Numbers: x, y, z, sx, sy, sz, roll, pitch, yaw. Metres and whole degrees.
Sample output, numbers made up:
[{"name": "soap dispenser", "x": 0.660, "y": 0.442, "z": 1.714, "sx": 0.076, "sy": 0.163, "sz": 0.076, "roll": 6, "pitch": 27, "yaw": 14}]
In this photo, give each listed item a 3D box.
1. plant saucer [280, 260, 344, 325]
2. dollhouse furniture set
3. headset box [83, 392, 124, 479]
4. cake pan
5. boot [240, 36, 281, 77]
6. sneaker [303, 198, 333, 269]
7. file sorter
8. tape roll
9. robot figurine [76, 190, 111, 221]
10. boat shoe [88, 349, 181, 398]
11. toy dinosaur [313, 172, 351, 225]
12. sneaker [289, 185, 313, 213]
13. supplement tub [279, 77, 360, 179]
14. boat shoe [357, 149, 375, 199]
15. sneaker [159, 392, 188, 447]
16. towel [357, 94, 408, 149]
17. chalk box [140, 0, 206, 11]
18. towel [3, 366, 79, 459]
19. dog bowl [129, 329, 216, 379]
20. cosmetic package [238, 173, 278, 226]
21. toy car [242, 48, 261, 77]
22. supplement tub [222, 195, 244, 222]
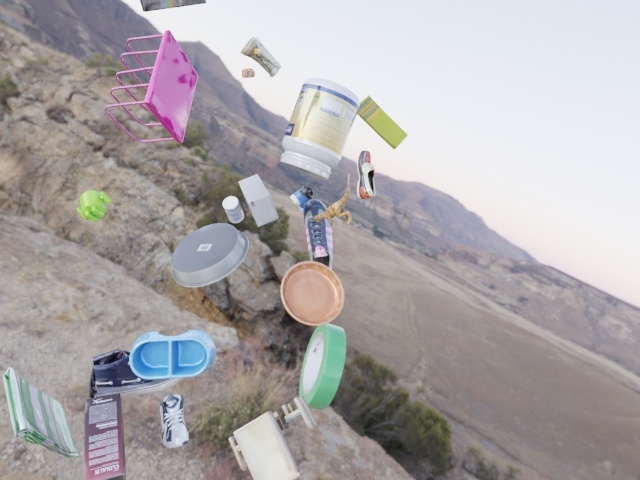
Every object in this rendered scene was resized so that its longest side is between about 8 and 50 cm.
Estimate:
[{"name": "plant saucer", "x": -0.026, "y": 0.161, "z": 1.265, "sx": 0.199, "sy": 0.200, "sz": 0.037, "roll": 25, "pitch": -31, "yaw": -7}, {"name": "dollhouse furniture set", "x": -0.115, "y": 0.539, "z": 1.099, "sx": 0.161, "sy": 0.212, "sz": 0.242, "roll": 59, "pitch": -3, "yaw": 19}, {"name": "headset box", "x": -0.695, "y": 0.688, "z": 1.363, "sx": 0.110, "sy": 0.218, "sz": 0.293, "roll": -4, "pitch": 47, "yaw": -25}, {"name": "cake pan", "x": -0.402, "y": 0.041, "z": 1.503, "sx": 0.293, "sy": 0.293, "sz": 0.054, "roll": 36, "pitch": -26, "yaw": 45}, {"name": "boot", "x": -0.244, "y": -0.764, "z": 1.768, "sx": 0.165, "sy": 0.077, "sz": 0.213, "roll": 46, "pitch": 23, "yaw": -18}, {"name": "sneaker", "x": 0.000, "y": 0.000, "z": 1.663, "sx": 0.112, "sy": 0.319, "sz": 0.131, "roll": -10, "pitch": 20, "yaw": 1}, {"name": "file sorter", "x": -0.558, "y": -0.499, "z": 1.393, "sx": 0.182, "sy": 0.291, "sz": 0.202, "roll": -1, "pitch": -23, "yaw": 12}, {"name": "tape roll", "x": 0.004, "y": 0.484, "z": 1.638, "sx": 0.077, "sy": 0.322, "sz": 0.321, "roll": 17, "pitch": 11, "yaw": -11}, {"name": "robot figurine", "x": -0.705, "y": -0.109, "z": 1.302, "sx": 0.115, "sy": 0.101, "sz": 0.067, "roll": 53, "pitch": 0, "yaw": 38}, {"name": "boat shoe", "x": -0.679, "y": 0.480, "z": 1.572, "sx": 0.340, "sy": 0.158, "sz": 0.127, "roll": -8, "pitch": 27, "yaw": -32}, {"name": "toy dinosaur", "x": 0.061, "y": -0.107, "z": 1.406, "sx": 0.112, "sy": 0.211, "sz": 0.064, "roll": 41, "pitch": 28, "yaw": -14}, {"name": "sneaker", "x": -0.059, "y": -0.154, "z": 1.560, "sx": 0.058, "sy": 0.084, "sz": 0.152, "roll": 51, "pitch": -2, "yaw": 16}, {"name": "supplement tub", "x": -0.007, "y": -0.402, "z": 1.545, "sx": 0.228, "sy": 0.317, "sz": 0.228, "roll": 20, "pitch": 3, "yaw": -1}, {"name": "boat shoe", "x": 0.122, "y": -0.172, "z": 1.087, "sx": 0.043, "sy": 0.137, "sz": 0.049, "roll": -11, "pitch": -22, "yaw": 42}, {"name": "sneaker", "x": -0.557, "y": 0.663, "z": 1.589, "sx": 0.093, "sy": 0.153, "sz": 0.235, "roll": -7, "pitch": 6, "yaw": -21}, {"name": "towel", "x": 0.251, "y": -0.487, "z": 1.730, "sx": 0.237, "sy": 0.102, "sz": 0.021, "roll": 44, "pitch": -19, "yaw": -3}, {"name": "chalk box", "x": -0.374, "y": -0.698, "z": 1.091, "sx": 0.212, "sy": 0.133, "sz": 0.132, "roll": -14, "pitch": 51, "yaw": -10}, {"name": "towel", "x": -0.906, "y": 0.570, "z": 1.369, "sx": 0.248, "sy": 0.038, "sz": 0.325, "roll": 46, "pitch": -24, "yaw": 32}, {"name": "dog bowl", "x": -0.523, "y": 0.407, "z": 1.483, "sx": 0.296, "sy": 0.166, "sz": 0.074, "roll": 0, "pitch": -1, "yaw": -10}, {"name": "cosmetic package", "x": -0.266, "y": -0.174, "z": 1.787, "sx": 0.238, "sy": 0.107, "sz": 0.127, "roll": 52, "pitch": -17, "yaw": 52}, {"name": "toy car", "x": -0.263, "y": -0.682, "z": 1.621, "sx": 0.040, "sy": 0.122, "sz": 0.060, "roll": 24, "pitch": 15, "yaw": 28}, {"name": "supplement tub", "x": -0.373, "y": -0.132, "z": 1.804, "sx": 0.071, "sy": 0.071, "sz": 0.107, "roll": 31, "pitch": -25, "yaw": 24}]
